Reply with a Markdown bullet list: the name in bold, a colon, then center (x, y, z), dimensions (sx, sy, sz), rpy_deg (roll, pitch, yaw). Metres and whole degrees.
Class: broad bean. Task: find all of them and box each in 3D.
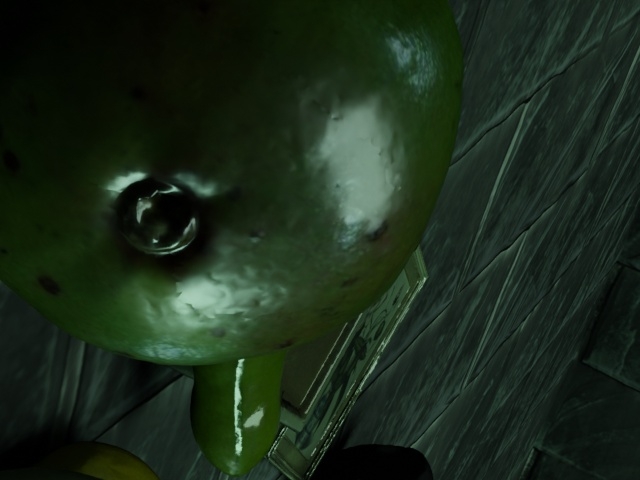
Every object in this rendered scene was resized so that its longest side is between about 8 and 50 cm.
- **broad bean**: center (-0.036, 0.024, 0.699), dimensions (0.318, 0.056, 0.098), rpy_deg (104, -19, -52)

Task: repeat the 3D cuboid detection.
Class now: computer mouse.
- **computer mouse**: center (0.029, 0.254, 1.239), dimensions (0.217, 0.122, 0.073), rpy_deg (-31, 121, -59)

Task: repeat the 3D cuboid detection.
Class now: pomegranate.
- **pomegranate**: center (-0.040, -0.064, 0.499), dimensions (0.225, 0.187, 0.187), rpy_deg (-86, -171, -53)

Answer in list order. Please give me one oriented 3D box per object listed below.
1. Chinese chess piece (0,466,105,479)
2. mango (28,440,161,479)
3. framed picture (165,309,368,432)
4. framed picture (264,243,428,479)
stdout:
- **Chinese chess piece**: center (-0.137, 0.209, 0.602), dimensions (0.238, 0.092, 0.237), rpy_deg (-24, 130, -32)
- **mango**: center (-0.123, 0.179, 0.732), dimensions (0.122, 0.085, 0.191), rpy_deg (-35, 149, -45)
- **framed picture**: center (0.000, 0.000, 0.924), dimensions (0.247, 0.022, 0.335), rpy_deg (-61, 163, -6)
- **framed picture**: center (0.026, 0.099, 1.169), dimensions (0.231, 0.010, 0.173), rpy_deg (-59, 163, -11)
